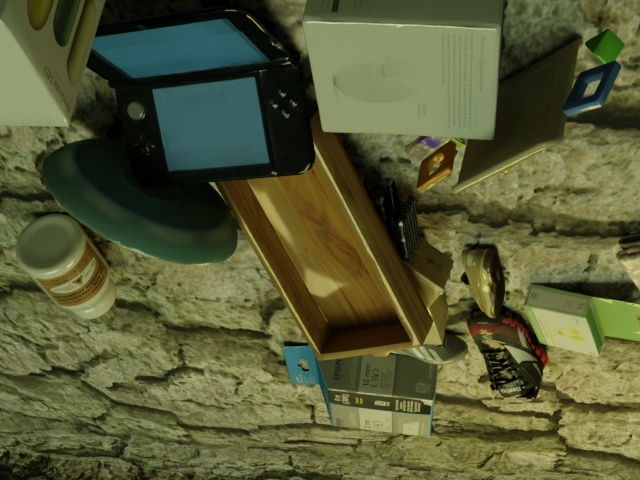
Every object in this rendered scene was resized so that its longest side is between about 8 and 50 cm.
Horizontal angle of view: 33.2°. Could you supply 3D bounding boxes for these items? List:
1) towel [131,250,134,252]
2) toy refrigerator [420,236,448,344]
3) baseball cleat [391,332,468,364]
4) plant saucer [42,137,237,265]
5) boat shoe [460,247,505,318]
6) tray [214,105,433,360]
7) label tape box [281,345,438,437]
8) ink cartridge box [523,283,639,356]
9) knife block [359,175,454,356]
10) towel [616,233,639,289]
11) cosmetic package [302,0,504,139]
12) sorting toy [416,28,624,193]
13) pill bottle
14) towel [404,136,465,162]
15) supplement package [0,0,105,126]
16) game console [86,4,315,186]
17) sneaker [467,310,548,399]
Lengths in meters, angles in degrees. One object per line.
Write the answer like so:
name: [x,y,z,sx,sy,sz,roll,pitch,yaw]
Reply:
towel: [-0.306,-0.013,1.986,0.110,0.027,0.148,8,150,-1]
toy refrigerator: [0.162,0.091,1.980,0.102,0.094,0.269,3,150,19]
baseball cleat: [0.205,0.201,2.193,0.206,0.072,0.109,5,146,-1]
plant saucer: [-0.263,-0.072,1.636,0.318,0.317,0.043,21,114,-21]
boat shoe: [0.290,0.072,1.947,0.072,0.068,0.190,11,145,23]
tray: [0.000,0.000,1.688,0.203,0.076,0.410,-12,119,34]
label tape box: [0.088,0.344,2.450,0.348,0.115,0.249,4,152,6]
ink cartridge box: [0.510,0.159,1.990,0.235,0.056,0.171,12,156,29]
knife block: [0.084,0.034,1.787,0.242,0.088,0.275,33,128,-2]
towel: [0.706,0.056,1.798,0.332,0.053,0.317,-12,145,34]
cosmetic package: [0.110,-0.244,1.317,0.225,0.138,0.224,5,152,9]
sorting toy: [0.260,-0.151,1.386,0.047,0.196,0.348,37,143,-21]
pill bottle: [-0.478,0.058,2.056,0.131,0.131,0.229,2,151,13]
towel: [0.174,-0.141,1.627,0.060,0.009,0.083,24,149,-25]
supplement package: [-0.380,-0.293,1.231,0.198,0.262,0.199,3,152,12]
game console: [-0.183,-0.186,1.460,0.293,0.173,0.250,-3,106,22]
sneaker: [0.374,0.236,2.142,0.098,0.135,0.276,-9,146,33]
